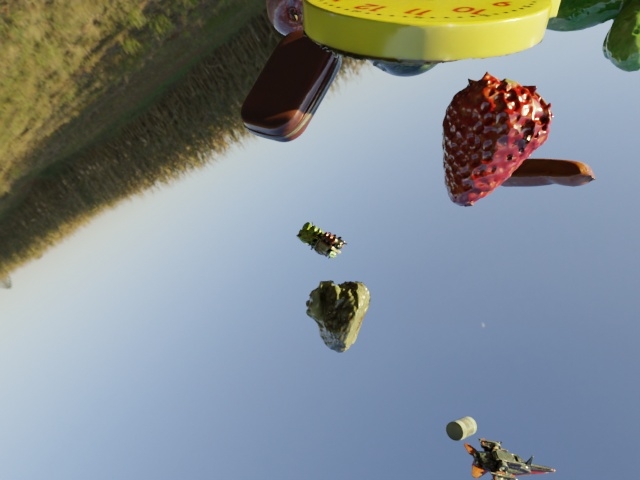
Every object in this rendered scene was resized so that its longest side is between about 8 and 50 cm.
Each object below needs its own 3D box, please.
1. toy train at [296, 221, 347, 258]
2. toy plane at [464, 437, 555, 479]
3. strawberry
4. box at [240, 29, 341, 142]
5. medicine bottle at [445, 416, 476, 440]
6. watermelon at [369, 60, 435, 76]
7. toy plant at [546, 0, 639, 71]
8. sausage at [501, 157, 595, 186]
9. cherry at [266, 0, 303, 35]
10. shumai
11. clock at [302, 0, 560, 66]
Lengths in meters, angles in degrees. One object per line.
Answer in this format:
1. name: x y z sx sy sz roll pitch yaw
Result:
1. toy train: 0.000 0.000 1.423 0.085 0.053 0.250 -58 -149 -2
2. toy plane: 0.419 0.489 0.947 0.189 0.061 0.130 -1 -156 5
3. strawberry: 0.325 -0.181 0.851 0.244 0.205 0.205 -69 -157 3
4. box: -0.097 -0.510 1.428 0.263 0.108 0.403 24 -99 30
5. medicine bottle: 0.350 0.466 1.071 0.047 0.083 0.047 -9 -104 40
6. watermelon: 0.247 -0.617 1.238 0.285 0.285 0.285 -28 -159 12
7. toy plant: 0.674 -0.533 0.896 0.356 0.211 0.317 -44 -128 19
8. sausage: 0.719 -0.226 1.433 0.349 0.097 0.093 9 -93 52
9. cherry: -0.087 -0.863 1.555 0.236 0.213 0.285 -27 -128 28
10. shumai: 0.043 0.235 1.448 0.218 0.255 0.189 28 -156 23
11. clock: 0.120 -0.282 0.502 0.277 0.071 0.293 23 -133 27
